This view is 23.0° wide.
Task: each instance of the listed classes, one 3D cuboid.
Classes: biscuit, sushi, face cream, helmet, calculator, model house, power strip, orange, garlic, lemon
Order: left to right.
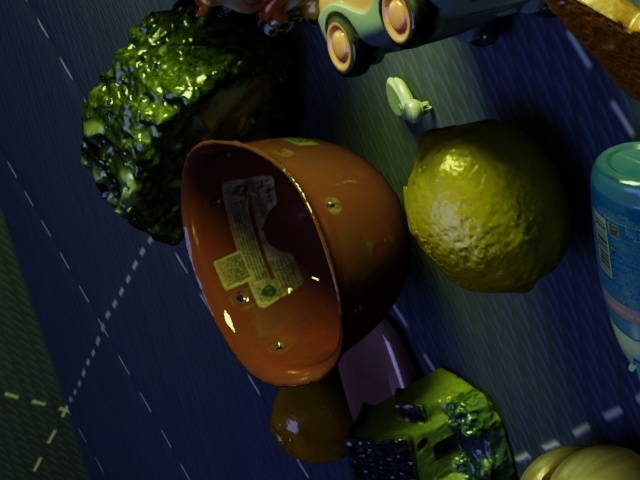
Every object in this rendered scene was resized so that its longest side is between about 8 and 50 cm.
[{"bbox_3d":[-0.184,-0.160,2.201,0.178,0.294,0.352,46,152,29],"label":"sushi"},{"bbox_3d":[-0.012,0.282,2.510,0.159,0.136,0.159,47,155,30],"label":"orange"},{"bbox_3d":[0.000,0.000,2.070,0.385,0.230,0.337,-5,103,58],"label":"helmet"},{"bbox_3d":[0.096,0.238,2.356,0.220,0.048,0.329,16,127,61],"label":"calculator"},{"bbox_3d":[0.107,-0.172,1.928,0.083,0.035,0.055,-127,22,-54],"label":"power strip"},{"bbox_3d":[0.132,0.308,2.153,0.170,0.211,0.194,36,144,50],"label":"model house"},{"bbox_3d":[0.182,-0.035,1.725,0.180,0.180,0.193,164,101,-66],"label":"lemon"},{"bbox_3d":[0.328,0.310,1.830,0.160,0.191,0.214,-58,46,35],"label":"garlic"},{"bbox_3d":[0.339,0.035,1.592,0.149,0.083,0.264,33,143,50],"label":"face cream"},{"bbox_3d":[0.307,-0.159,1.435,0.280,0.043,0.183,43,169,9],"label":"biscuit"}]

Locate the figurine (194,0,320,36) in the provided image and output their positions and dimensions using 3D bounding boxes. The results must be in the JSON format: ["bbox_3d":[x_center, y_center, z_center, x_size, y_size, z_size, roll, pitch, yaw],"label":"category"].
[{"bbox_3d":[-0.104,-0.376,1.931,0.320,0.196,0.323,21,169,-12],"label":"figurine"}]

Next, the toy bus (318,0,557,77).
[{"bbox_3d":[0.103,-0.302,1.601,0.288,0.194,0.232,-10,98,66],"label":"toy bus"}]
